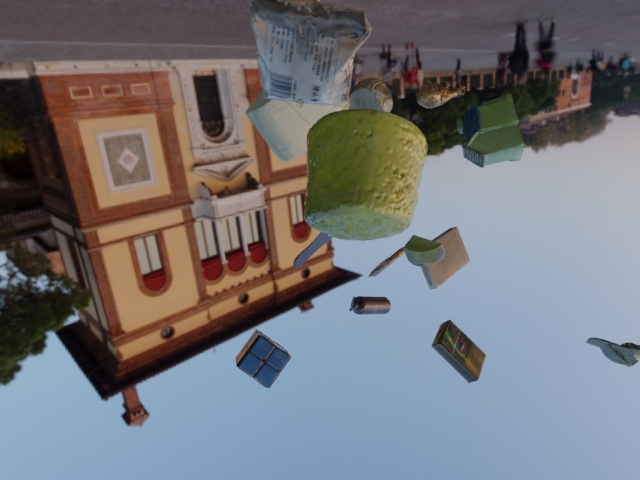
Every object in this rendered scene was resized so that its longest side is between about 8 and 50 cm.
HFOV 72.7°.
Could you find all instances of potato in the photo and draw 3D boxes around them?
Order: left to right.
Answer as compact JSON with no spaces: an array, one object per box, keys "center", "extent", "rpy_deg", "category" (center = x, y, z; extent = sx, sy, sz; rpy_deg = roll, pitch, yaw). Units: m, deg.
[{"center":[0.375,0.061,1.513],"extent":[0.120,0.149,0.081],"rpy_deg":[24,-106,48],"category":"potato"}]

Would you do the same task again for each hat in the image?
[{"center":[0.996,0.372,1.478],"extent":[0.166,0.081,0.122],"rpy_deg":[14,175,41],"category":"hat"}]

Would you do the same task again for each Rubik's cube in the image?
[{"center":[-0.255,0.517,1.919],"extent":[0.167,0.183,0.180],"rpy_deg":[-53,-170,-10],"category":"Rubik's cube"}]

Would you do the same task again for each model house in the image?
[{"center":[0.575,-0.368,1.493],"extent":[0.189,0.214,0.195],"rpy_deg":[-13,171,16],"category":"model house"}]

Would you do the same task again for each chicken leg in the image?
[{"center":[0.448,-0.556,1.631],"extent":[0.207,0.085,0.101],"rpy_deg":[-17,-130,-17],"category":"chicken leg"}]

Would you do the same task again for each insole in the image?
[{"center":[0.000,0.000,1.768],"extent":[0.012,0.110,0.309],"rpy_deg":[36,-112,24],"category":"insole"}]

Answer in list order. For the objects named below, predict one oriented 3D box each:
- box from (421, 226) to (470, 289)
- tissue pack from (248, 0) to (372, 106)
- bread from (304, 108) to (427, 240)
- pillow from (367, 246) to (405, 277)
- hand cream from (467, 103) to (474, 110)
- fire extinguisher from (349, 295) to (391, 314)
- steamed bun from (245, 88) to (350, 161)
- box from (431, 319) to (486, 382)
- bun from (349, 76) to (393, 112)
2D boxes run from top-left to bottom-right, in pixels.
[{"center":[0.619,0.081,2.181],"extent":[0.365,0.205,0.051],"rpy_deg":[-26,-175,-42],"category":"box"},{"center":[-0.051,-0.629,1.478],"extent":[0.389,0.195,0.375],"rpy_deg":[10,154,-3],"category":"tissue pack"},{"center":[0.115,-0.167,1.197],"extent":[0.348,0.308,0.348],"rpy_deg":[7,161,3],"category":"bread"},{"center":[0.269,0.085,1.725],"extent":[0.135,0.034,0.211],"rpy_deg":[-32,171,-26],"category":"pillow"},{"center":[0.685,-0.478,1.942],"extent":[0.052,0.248,0.075],"rpy_deg":[-32,-147,-24],"category":"hand cream"},{"center":[0.296,0.396,2.697],"extent":[0.337,0.135,0.114],"rpy_deg":[7,-151,-43],"category":"fire extinguisher"},{"center":[-0.106,-0.644,2.112],"extent":[0.456,0.371,0.290],"rpy_deg":[-38,-147,3],"category":"steamed bun"},{"center":[0.616,0.492,1.931],"extent":[0.159,0.240,0.071],"rpy_deg":[-49,-176,-42],"category":"box"},{"center":[0.203,-0.546,1.667],"extent":[0.166,0.173,0.113],"rpy_deg":[36,-114,8],"category":"bun"}]
